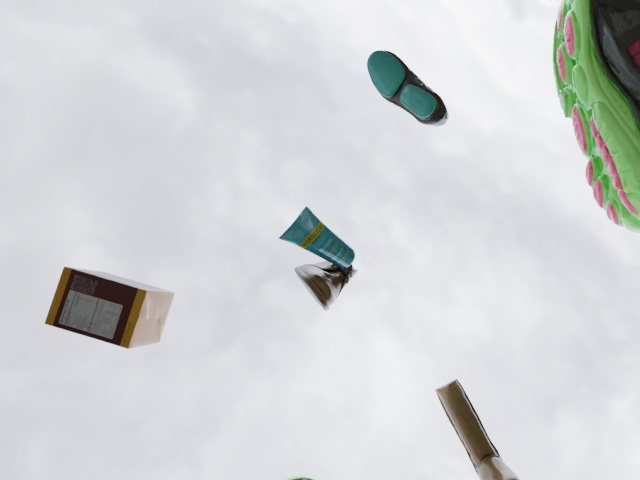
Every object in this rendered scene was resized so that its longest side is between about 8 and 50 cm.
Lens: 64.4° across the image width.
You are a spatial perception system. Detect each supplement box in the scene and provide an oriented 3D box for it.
[{"bbox_3d":[-0.471,0.152,1.163,0.194,0.191,0.129,16,-96,4],"label":"supplement box"}]

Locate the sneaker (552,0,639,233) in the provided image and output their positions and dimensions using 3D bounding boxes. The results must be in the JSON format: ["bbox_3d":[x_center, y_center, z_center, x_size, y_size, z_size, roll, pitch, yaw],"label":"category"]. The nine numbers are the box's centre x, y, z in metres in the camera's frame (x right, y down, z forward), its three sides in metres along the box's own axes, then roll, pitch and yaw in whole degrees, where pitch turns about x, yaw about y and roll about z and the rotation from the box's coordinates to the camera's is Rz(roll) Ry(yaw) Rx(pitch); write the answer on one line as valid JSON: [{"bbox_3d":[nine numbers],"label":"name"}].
[{"bbox_3d":[0.472,-0.242,0.742,0.202,0.185,0.482,-8,-107,10],"label":"sneaker"}]

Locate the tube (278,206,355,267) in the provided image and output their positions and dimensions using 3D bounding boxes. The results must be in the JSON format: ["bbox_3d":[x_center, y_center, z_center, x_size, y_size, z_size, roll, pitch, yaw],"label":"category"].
[{"bbox_3d":[0.000,0.000,1.022,0.052,0.080,0.207,41,-175,38],"label":"tube"}]

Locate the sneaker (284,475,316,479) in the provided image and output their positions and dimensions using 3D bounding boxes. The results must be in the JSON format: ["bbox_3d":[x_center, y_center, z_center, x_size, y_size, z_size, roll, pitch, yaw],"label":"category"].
[{"bbox_3d":[0.024,0.595,1.067,0.295,0.123,0.109,37,-110,-14],"label":"sneaker"}]

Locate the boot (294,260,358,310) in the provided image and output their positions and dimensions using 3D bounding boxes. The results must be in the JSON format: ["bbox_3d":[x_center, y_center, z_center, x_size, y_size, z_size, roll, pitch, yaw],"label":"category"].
[{"bbox_3d":[0.020,0.077,1.125,0.115,0.305,0.112,-33,-90,4],"label":"boot"}]

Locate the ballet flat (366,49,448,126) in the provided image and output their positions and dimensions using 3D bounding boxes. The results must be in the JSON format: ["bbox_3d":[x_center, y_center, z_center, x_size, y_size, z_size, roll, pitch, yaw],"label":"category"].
[{"bbox_3d":[0.213,-0.362,1.240,0.096,0.095,0.280,11,-143,-47],"label":"ballet flat"}]

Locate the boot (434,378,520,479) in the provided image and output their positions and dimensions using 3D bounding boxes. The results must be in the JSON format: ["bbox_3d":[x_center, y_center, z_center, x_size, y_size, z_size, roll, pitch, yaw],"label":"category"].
[{"bbox_3d":[0.363,0.467,1.206,0.089,0.236,0.269,-24,-109,-3],"label":"boot"}]
